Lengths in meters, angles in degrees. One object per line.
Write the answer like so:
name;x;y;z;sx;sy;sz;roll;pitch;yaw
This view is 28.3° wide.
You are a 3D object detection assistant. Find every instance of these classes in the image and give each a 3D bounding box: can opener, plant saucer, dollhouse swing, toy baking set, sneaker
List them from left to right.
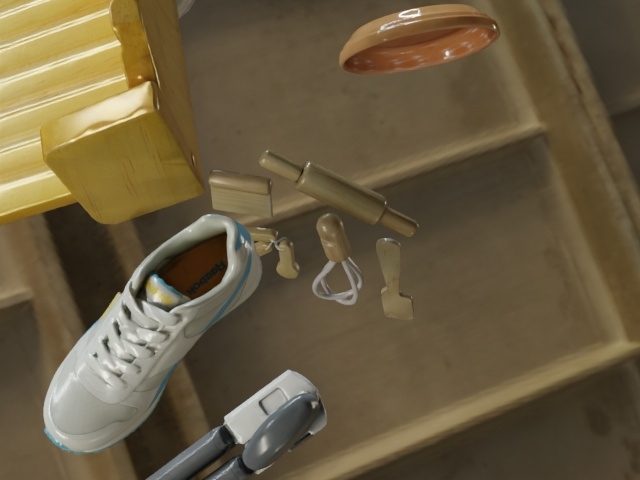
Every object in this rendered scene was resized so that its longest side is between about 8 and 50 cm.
dollhouse swing;-0.291;-0.200;1.183;0.305;0.315;0.347;-10;-106;2
sneaker;-0.142;0.069;1.017;0.087;0.092;0.229;36;-103;15
can opener;-0.116;0.247;1.411;0.076;0.283;0.095;55;-166;10
toy baking set;0.001;-0.003;1.236;0.256;0.197;0.030;22;-122;-12
plant saucer;0.119;-0.247;1.553;0.200;0.200;0.037;-7;-96;-38

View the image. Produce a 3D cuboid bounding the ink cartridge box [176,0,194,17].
ink cartridge box;-0.132;-0.327;1.364;0.061;0.181;0.104;34;-160;-6
